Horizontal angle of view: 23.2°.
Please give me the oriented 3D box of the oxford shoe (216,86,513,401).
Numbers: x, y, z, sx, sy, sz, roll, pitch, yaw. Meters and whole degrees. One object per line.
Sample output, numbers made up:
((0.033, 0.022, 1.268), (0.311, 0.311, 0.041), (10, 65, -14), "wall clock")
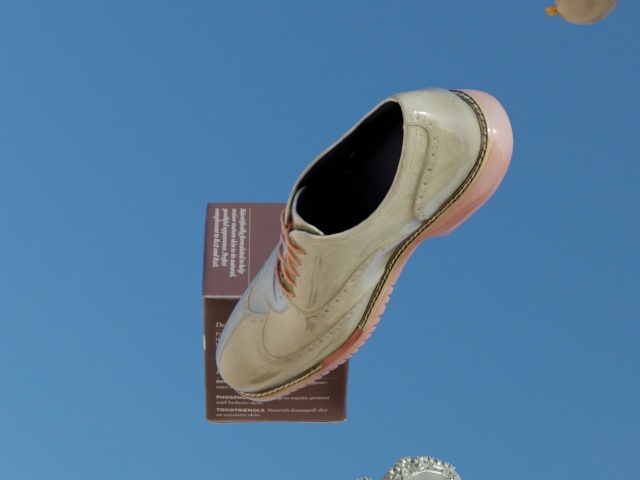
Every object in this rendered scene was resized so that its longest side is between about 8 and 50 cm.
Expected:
((0.000, 0.000, 1.439), (0.397, 0.146, 0.140), (-52, -128, 27), "oxford shoe")

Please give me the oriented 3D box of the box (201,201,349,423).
((-0.050, 0.084, 1.796), (0.167, 0.168, 0.203), (0, -50, -1), "box")

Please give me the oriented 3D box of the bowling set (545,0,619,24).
((0.289, -0.292, 1.150), (0.287, 0.200, 0.154), (-8, -33, 12), "bowling set")

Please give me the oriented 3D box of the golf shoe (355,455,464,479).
((0.082, 0.302, 1.788), (0.069, 0.176, 0.086), (58, -36, 32), "golf shoe")
